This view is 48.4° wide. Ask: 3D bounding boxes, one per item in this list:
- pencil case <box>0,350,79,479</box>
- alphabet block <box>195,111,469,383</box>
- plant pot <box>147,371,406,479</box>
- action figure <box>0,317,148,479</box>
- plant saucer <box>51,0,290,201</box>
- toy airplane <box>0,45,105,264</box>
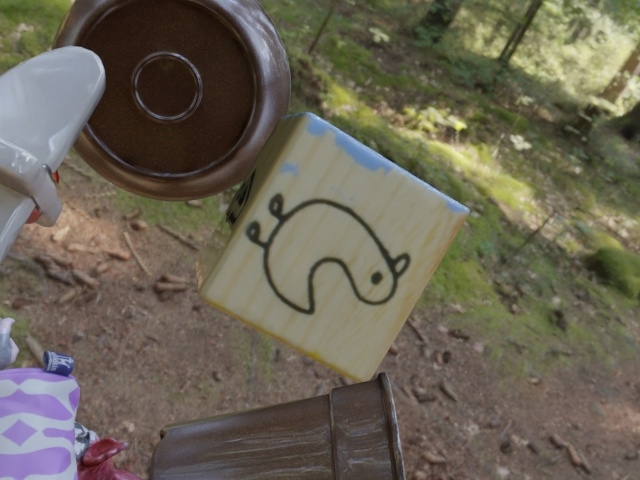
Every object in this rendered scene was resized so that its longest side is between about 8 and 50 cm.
[{"bbox_3d":[-0.160,0.170,0.377,0.088,0.086,0.206,40,33,-59],"label":"pencil case"},{"bbox_3d":[0.000,0.000,0.739,0.192,0.197,0.193,29,2,-12],"label":"alphabet block"},{"bbox_3d":[-0.026,0.183,0.500,0.165,0.167,0.167,-5,36,1],"label":"plant pot"},{"bbox_3d":[-0.309,0.220,0.517,0.276,0.370,0.248,-53,119,-82],"label":"action figure"},{"bbox_3d":[-0.193,-0.196,0.908,0.311,0.310,0.050,21,14,-8],"label":"plant saucer"},{"bbox_3d":[-0.345,-0.110,0.467,0.386,0.384,0.272,-19,9,-32],"label":"toy airplane"}]
